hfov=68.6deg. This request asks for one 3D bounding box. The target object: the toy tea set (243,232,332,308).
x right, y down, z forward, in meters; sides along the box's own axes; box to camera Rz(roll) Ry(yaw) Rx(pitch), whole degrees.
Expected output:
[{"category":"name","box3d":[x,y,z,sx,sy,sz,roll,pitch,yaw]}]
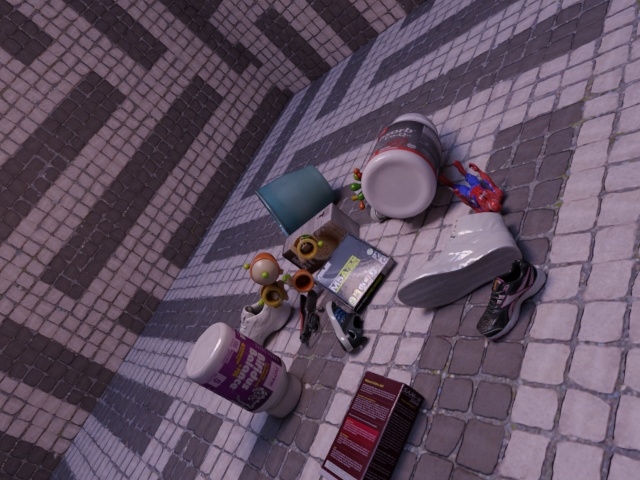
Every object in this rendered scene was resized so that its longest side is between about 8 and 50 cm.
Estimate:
[{"category":"toy tea set","box3d":[-0.071,0.096,1.497,0.335,0.200,0.124,-25,18,1]}]

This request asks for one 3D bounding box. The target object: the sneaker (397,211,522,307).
[{"category":"sneaker","box3d":[0.314,0.042,1.113,0.292,0.108,0.169,-27,31,24]}]

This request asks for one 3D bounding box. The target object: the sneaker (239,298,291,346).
[{"category":"sneaker","box3d":[-0.245,0.307,1.633,0.305,0.152,0.114,-51,30,4]}]

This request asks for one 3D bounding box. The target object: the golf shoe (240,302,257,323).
[{"category":"golf shoe","box3d":[-0.218,0.257,1.737,0.186,0.086,0.067,-53,23,-7]}]

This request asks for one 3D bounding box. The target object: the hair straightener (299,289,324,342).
[{"category":"hair straightener","box3d":[-0.034,0.234,1.491,0.089,0.047,0.230,-38,22,26]}]

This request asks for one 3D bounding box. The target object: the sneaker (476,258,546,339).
[{"category":"sneaker","box3d":[0.367,0.110,0.946,0.178,0.077,0.072,-54,23,-4]}]

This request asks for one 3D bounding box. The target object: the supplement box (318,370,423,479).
[{"category":"supplement box","box3d":[0.107,0.409,0.987,0.130,0.073,0.240,-2,55,58]}]

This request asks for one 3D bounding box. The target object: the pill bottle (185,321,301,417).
[{"category":"pill bottle","box3d":[-0.201,0.368,1.293,0.169,0.301,0.169,-40,27,25]}]

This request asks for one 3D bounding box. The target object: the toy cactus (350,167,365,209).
[{"category":"toy cactus","box3d":[0.193,-0.190,1.596,0.180,0.219,0.112,-13,67,-1]}]

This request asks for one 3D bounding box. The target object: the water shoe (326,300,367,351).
[{"category":"water shoe","box3d":[0.075,0.231,1.314,0.080,0.073,0.203,-27,31,1]}]

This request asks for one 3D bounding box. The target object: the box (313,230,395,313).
[{"category":"box","box3d":[0.097,0.091,1.395,0.184,0.045,0.191,35,85,38]}]

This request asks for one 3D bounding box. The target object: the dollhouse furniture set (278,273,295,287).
[{"category":"dollhouse furniture set","box3d":[-0.116,0.161,1.688,0.076,0.151,0.059,-37,67,39]}]

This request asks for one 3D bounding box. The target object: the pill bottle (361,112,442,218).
[{"category":"pill bottle","box3d":[0.257,-0.242,1.423,0.210,0.210,0.363,-34,18,33]}]

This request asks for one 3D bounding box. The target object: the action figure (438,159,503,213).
[{"category":"action figure","box3d":[0.378,-0.155,1.231,0.091,0.139,0.280,-47,27,12]}]

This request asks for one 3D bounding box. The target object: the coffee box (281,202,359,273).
[{"category":"coffee box","box3d":[0.000,0.000,1.652,0.246,0.141,0.098,-37,28,31]}]

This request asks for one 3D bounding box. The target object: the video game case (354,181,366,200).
[{"category":"video game case","box3d":[0.195,-0.230,1.777,0.157,0.019,0.143,-48,25,6]}]

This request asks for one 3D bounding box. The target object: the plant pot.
[{"category":"plant pot","box3d":[-0.086,-0.164,1.911,0.255,0.272,0.271,-37,24,-5]}]

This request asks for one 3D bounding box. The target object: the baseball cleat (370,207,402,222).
[{"category":"baseball cleat","box3d":[0.218,-0.090,1.505,0.109,0.072,0.206,-52,15,17]}]
